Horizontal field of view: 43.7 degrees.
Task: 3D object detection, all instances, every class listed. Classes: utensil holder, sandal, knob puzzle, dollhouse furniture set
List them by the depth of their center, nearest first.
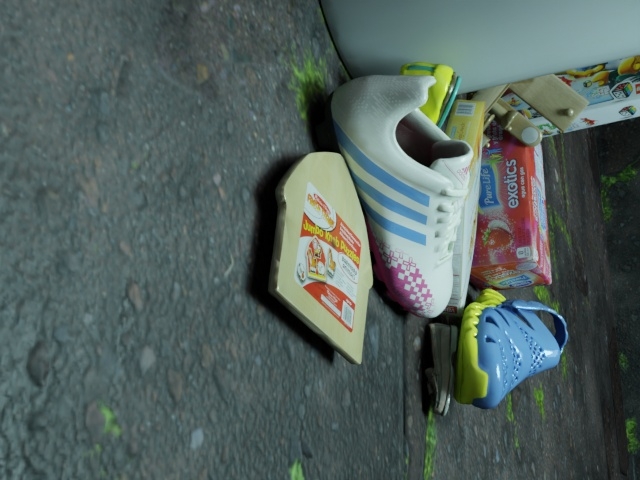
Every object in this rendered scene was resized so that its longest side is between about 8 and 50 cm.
[{"bbox_3d":[0.000,0.000,0.778,0.213,0.030,0.213,28,57,-57],"label":"knob puzzle"},{"bbox_3d":[0.224,-0.347,0.935,0.327,0.385,0.328,27,59,-59],"label":"utensil holder"},{"bbox_3d":[0.265,0.144,1.100,0.317,0.138,0.126,-33,131,-65],"label":"sandal"},{"bbox_3d":[0.286,-0.179,1.135,0.123,0.144,0.151,41,18,8],"label":"dollhouse furniture set"}]

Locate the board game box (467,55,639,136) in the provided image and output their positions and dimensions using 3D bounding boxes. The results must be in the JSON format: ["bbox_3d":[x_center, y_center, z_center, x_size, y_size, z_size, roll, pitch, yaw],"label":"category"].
[{"bbox_3d":[0.402,-0.272,1.359,0.053,0.305,0.193,43,44,-48],"label":"board game box"}]

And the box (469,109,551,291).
[{"bbox_3d":[0.286,-0.059,1.265,0.128,0.122,0.257,36,50,-55],"label":"box"}]

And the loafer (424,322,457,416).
[{"bbox_3d":[0.151,0.165,1.031,0.045,0.039,0.125,102,1,-58],"label":"loafer"}]

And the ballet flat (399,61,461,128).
[{"bbox_3d":[0.105,-0.124,0.954,0.231,0.077,0.077,100,7,-55],"label":"ballet flat"}]

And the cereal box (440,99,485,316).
[{"bbox_3d":[0.183,-0.041,1.062,0.173,0.047,0.240,-68,158,-46],"label":"cereal box"}]

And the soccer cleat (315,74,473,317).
[{"bbox_3d":[0.114,-0.036,0.889,0.331,0.143,0.116,62,32,-35],"label":"soccer cleat"}]
